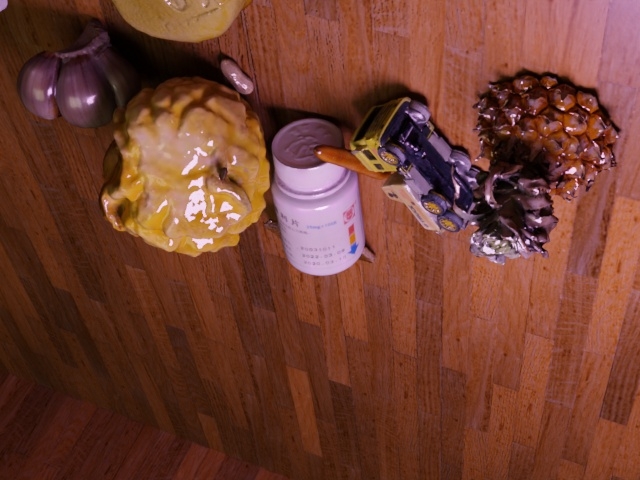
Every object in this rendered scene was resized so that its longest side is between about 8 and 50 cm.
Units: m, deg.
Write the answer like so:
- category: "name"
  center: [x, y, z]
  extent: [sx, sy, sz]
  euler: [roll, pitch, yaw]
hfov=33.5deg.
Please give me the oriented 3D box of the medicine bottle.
- category: "medicine bottle"
  center: [-0.006, -0.081, 2.046]
  extent: [0.170, 0.170, 0.293]
  euler: [15, 142, 20]

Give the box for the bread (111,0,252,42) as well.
- category: "bread"
  center: [-0.238, -0.445, 1.745]
  extent: [0.269, 0.148, 0.270]
  euler: [18, 149, 11]

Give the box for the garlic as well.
- category: "garlic"
  center: [-0.457, -0.293, 2.046]
  extent: [0.160, 0.214, 0.191]
  euler: [34, 149, 37]

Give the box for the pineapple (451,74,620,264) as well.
- category: "pineapple"
  center: [0.326, -0.087, 1.699]
  extent: [0.262, 0.272, 0.263]
  euler: [20, 147, 14]

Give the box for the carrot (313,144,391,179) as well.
- category: "carrot"
  center: [0.060, -0.143, 1.922]
  extent: [0.043, 0.043, 0.247]
  euler: [3, 177, 33]

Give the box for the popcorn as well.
- category: "popcorn"
  center: [-0.258, -0.150, 2.042]
  extent: [0.349, 0.349, 0.382]
  euler: [40, -171, -17]

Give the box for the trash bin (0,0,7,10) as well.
- category: "trash bin"
  center: [-0.724, -0.478, 1.837]
  extent: [0.255, 0.368, 0.296]
  euler: [38, 148, 2]

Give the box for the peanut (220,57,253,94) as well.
- category: "peanut"
  center: [-0.156, -0.306, 1.978]
  extent: [0.037, 0.037, 0.083]
  euler: [-8, 129, 43]

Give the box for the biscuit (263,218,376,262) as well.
- category: "biscuit"
  center: [0.000, 0.000, 2.248]
  extent: [0.230, 0.025, 0.131]
  euler: [15, 172, 18]

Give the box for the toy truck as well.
- category: "toy truck"
  center: [0.167, -0.127, 1.907]
  extent: [0.157, 0.124, 0.272]
  euler: [1, 143, 51]
